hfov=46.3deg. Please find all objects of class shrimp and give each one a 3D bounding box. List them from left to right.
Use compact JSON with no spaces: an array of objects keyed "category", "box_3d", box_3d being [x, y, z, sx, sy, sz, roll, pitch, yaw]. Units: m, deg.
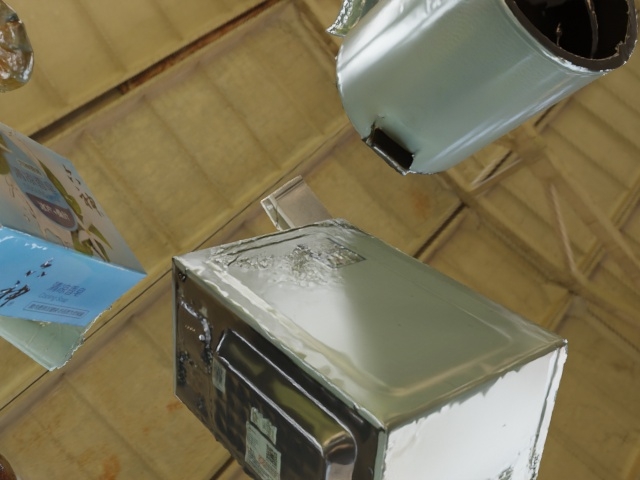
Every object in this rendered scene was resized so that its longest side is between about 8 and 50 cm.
[{"category":"shrimp","box_3d":[-0.355,-0.207,0.749,0.190,0.101,0.042,20,-147,23]}]

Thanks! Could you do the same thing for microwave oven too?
[{"category":"microwave oven","box_3d":[0.024,0.126,0.679,0.237,0.295,0.181,-15,-58,-36]}]

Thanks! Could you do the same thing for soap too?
[{"category":"soap","box_3d":[-0.419,0.047,1.032,0.261,0.094,0.150,40,-83,-10]}]

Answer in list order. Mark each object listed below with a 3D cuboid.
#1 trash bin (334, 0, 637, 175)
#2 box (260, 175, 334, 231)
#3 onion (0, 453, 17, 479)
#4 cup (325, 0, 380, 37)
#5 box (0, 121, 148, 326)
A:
[{"category":"trash bin","box_3d":[0.174,-0.222,0.838,0.217,0.262,0.277,36,-122,-15]},{"category":"box","box_3d":[0.000,0.000,1.117,0.198,0.029,0.109,52,-149,-3]},{"category":"onion","box_3d":[-0.412,0.293,0.696,0.276,0.276,0.276,12,-116,-26]},{"category":"cup","box_3d":[0.121,-0.465,1.482,0.199,0.199,0.150,2,-70,-30]},{"category":"box","box_3d":[-0.245,-0.019,0.584,0.083,0.232,0.142,-39,-105,3]}]
